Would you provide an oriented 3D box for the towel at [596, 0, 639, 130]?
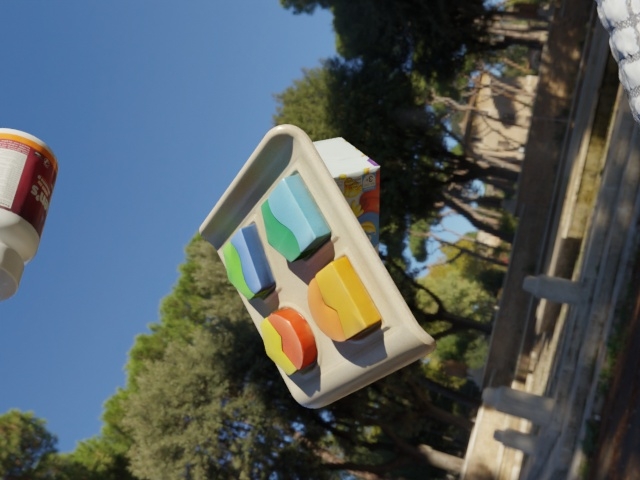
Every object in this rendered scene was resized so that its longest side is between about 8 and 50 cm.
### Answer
[{"bbox_3d":[0.293,-0.114,0.278,0.121,0.284,0.234,86,165,-87],"label":"towel"}]

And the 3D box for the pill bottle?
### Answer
[{"bbox_3d":[-0.432,-0.035,0.811,0.121,0.121,0.221,74,-172,-52],"label":"pill bottle"}]

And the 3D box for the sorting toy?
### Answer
[{"bbox_3d":[-0.022,0.037,0.515,0.038,0.208,0.193,-26,-11,-40],"label":"sorting toy"}]

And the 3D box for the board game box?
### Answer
[{"bbox_3d":[0.000,0.000,0.956,0.145,0.142,0.275,-14,-58,-19],"label":"board game box"}]
